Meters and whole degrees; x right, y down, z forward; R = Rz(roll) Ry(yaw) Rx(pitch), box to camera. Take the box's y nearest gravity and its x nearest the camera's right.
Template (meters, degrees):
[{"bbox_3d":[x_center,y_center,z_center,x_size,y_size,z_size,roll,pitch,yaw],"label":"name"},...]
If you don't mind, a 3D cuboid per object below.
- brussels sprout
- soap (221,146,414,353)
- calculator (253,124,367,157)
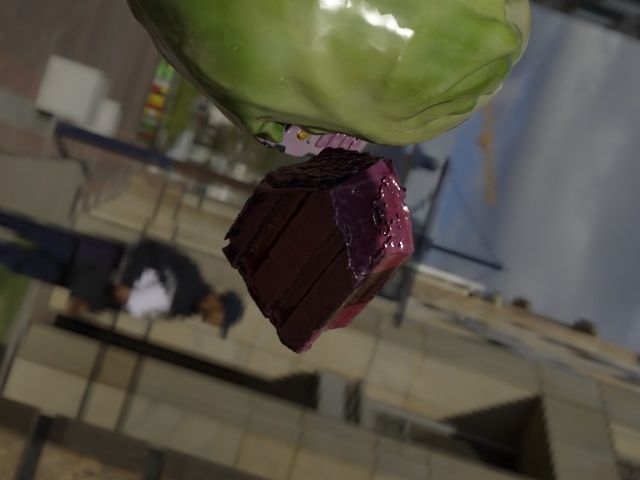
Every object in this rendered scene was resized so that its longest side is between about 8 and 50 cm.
[{"bbox_3d":[-0.009,-0.202,1.129,0.247,0.328,0.328,-34,-150,39],"label":"brussels sprout"},{"bbox_3d":[0.000,0.000,1.619,0.162,0.099,0.250,62,-28,13],"label":"soap"},{"bbox_3d":[0.014,-0.183,1.900,0.194,0.043,0.294,-56,151,10],"label":"calculator"}]
